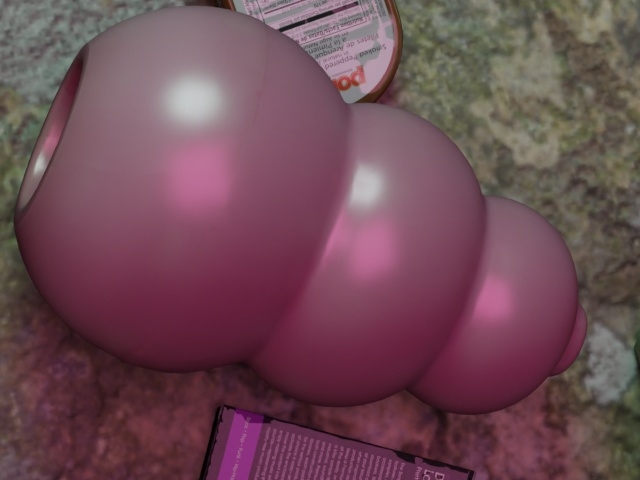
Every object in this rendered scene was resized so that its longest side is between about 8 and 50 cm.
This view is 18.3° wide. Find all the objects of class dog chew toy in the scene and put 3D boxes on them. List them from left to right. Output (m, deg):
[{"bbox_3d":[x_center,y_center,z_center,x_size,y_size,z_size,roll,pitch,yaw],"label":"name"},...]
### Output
[{"bbox_3d":[0.000,0.000,1.136,0.332,0.206,0.206,21,80,-15],"label":"dog chew toy"}]

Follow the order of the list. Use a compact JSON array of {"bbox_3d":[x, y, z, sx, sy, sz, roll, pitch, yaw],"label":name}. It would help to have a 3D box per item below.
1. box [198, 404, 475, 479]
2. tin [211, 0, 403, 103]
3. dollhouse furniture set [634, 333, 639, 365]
[{"bbox_3d":[0.002,0.174,1.195,0.162,0.029,0.116,16,82,-6],"label":"box"},{"bbox_3d":[-0.016,-0.162,1.210,0.106,0.040,0.189,-20,99,-4],"label":"tin"},{"bbox_3d":[0.382,-0.031,1.132,0.256,0.362,0.394,17,110,-9],"label":"dollhouse furniture set"}]
